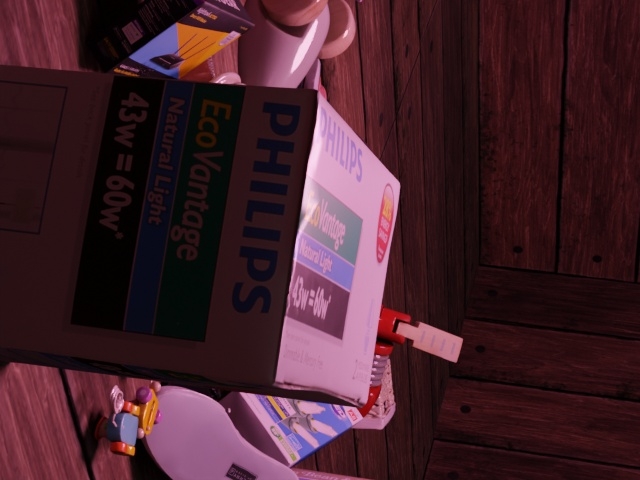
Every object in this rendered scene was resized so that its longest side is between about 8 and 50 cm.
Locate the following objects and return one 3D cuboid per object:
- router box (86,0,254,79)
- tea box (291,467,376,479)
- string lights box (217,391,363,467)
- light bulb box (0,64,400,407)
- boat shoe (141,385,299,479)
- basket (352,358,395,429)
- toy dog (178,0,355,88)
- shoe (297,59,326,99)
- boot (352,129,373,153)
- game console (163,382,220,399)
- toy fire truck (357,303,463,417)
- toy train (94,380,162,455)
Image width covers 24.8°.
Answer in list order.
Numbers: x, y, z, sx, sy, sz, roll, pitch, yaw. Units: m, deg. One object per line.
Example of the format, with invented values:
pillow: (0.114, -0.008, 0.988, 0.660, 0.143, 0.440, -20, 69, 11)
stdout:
router box: (-0.159, -0.224, 1.575, 0.046, 0.133, 0.179, 58, 13, 7)
tea box: (-0.020, 0.513, 2.069, 0.220, 0.329, 0.323, -42, 136, -69)
string lights box: (-0.051, 0.259, 2.130, 0.133, 0.077, 0.260, 54, 25, 8)
light bulb box: (-0.149, 0.005, 1.238, 0.358, 0.361, 0.225, 35, 62, -74)
boat shoe: (-0.147, 0.267, 1.886, 0.306, 0.105, 0.113, 37, 80, -44)
basket: (0.040, 0.264, 2.550, 0.113, 0.167, 0.103, -39, 128, -71)
toy dog: (-0.102, -0.218, 1.787, 0.333, 0.161, 0.220, -49, 155, -26)
shoe: (-0.027, -0.202, 2.252, 0.081, 0.063, 0.178, 73, 23, -48)
boot: (-0.110, 0.035, 1.760, 0.377, 0.138, 0.284, -44, 173, -33)
game console: (-0.180, 0.176, 1.926, 0.122, 0.071, 0.107, 77, -6, -56)
toy fire truck: (0.089, 0.190, 2.339, 0.158, 0.246, 0.217, -37, 142, -75)
toy train: (-0.224, 0.175, 1.684, 0.166, 0.046, 0.125, -59, 147, -62)
